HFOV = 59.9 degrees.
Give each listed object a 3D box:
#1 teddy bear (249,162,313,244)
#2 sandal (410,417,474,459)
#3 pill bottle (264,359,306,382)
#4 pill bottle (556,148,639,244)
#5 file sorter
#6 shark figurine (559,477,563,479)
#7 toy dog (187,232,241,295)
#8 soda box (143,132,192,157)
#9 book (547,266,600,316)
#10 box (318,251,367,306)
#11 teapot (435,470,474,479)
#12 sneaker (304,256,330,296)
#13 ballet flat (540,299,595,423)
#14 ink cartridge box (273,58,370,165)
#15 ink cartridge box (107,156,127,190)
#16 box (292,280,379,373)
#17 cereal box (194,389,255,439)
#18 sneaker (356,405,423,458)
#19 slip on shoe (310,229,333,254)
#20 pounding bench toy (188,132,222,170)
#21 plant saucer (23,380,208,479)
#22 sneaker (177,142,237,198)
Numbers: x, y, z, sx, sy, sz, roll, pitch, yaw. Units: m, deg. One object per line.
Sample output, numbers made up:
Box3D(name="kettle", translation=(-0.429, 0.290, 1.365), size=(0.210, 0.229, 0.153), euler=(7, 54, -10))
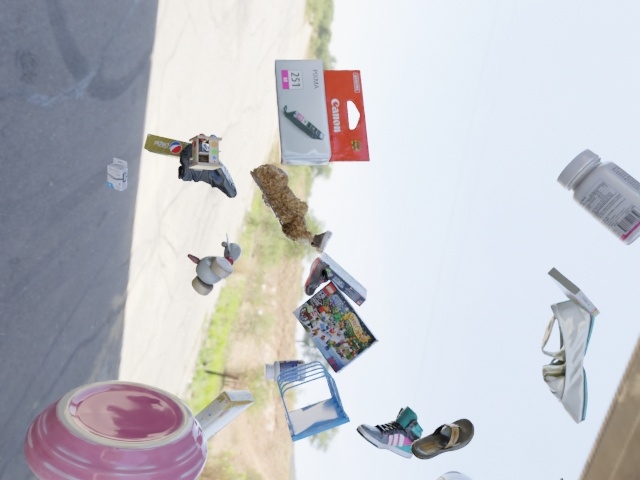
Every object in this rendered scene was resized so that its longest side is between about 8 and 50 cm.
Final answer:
Box3D(name="teddy bear", translation=(-0.123, -0.130, 1.998), size=(0.338, 0.113, 0.245), euler=(58, -15, -3))
Box3D(name="sandal", translation=(0.303, 0.479, 1.361), size=(0.072, 0.180, 0.049), euler=(-136, -143, -55))
Box3D(name="pill bottle", translation=(-0.107, 0.393, 1.673), size=(0.067, 0.120, 0.067), euler=(-179, -90, -78))
Box3D(name="pill bottle", translation=(0.862, -0.135, 1.659), size=(0.283, 0.160, 0.160), euler=(49, -30, 22))
Box3D(name="file sorter", translation=(-0.023, 0.324, 1.154), size=(0.170, 0.118, 0.105), euler=(161, -87, -81))
Box3D(name="shark figurine", translation=(0.671, 0.703, 1.371), size=(0.278, 0.116, 0.166), euler=(-88, 174, -76))
Box3D(name="toy dog", translation=(-0.414, 0.072, 2.125), size=(0.220, 0.161, 0.333), euler=(-44, -170, 0))
Box3D(name="soda box", translation=(-0.553, -0.342, 2.054), size=(0.058, 0.181, 0.061), euler=(41, 63, -80))
Box3D(name="book", translation=(0.633, 0.129, 1.382), size=(0.035, 0.144, 0.096), euler=(-47, -141, 9))
Box3D(name="box", translation=(0.072, 0.130, 1.896), size=(0.036, 0.207, 0.114), euler=(-47, -175, 14))
Box3D(name="teapot", translation=(0.294, 0.641, 1.181), size=(0.252, 0.187, 0.256), euler=(-49, 144, -11))
Box3D(name="sneaker", translation=(-0.008, 0.128, 1.781), size=(0.061, 0.065, 0.158), euler=(-46, 158, -47))
Box3D(name="ballet flat", translation=(0.710, 0.348, 1.623), size=(0.139, 0.139, 0.400), euler=(-94, 179, -71))
Box3D(name="ink cartridge box", translation=(0.006, -0.334, 1.444), size=(0.060, 0.238, 0.275), euler=(121, -35, -76))
Box3D(name="ink cartridge box", translation=(-0.577, -0.188, 1.579), size=(0.028, 0.048, 0.083), euler=(-54, 159, -58))
Box3D(name="box", translation=(0.044, 0.261, 1.688), size=(0.159, 0.233, 0.044), euler=(-40, 157, 4))
Box3D(name="cereal box", translation=(-0.327, 0.540, 1.662), size=(0.240, 0.047, 0.173), euler=(-40, 158, 4))
Box3D(name="sneaker", translation=(0.285, 0.710, 2.122), size=(0.178, 0.295, 0.124), euler=(-59, -149, 0))
Box3D(name="slip on shoe", translation=(0.000, 0.000, 1.413), size=(0.051, 0.041, 0.135), euler=(-59, 178, -12))
Box3D(name="pounding bench toy", translation=(-0.235, -0.176, 1.109), size=(0.083, 0.052, 0.065), euler=(-1, -91, 57))
Box3D(name="plant saucer", translation=(-0.375, 0.361, 1.059), size=(0.332, 0.332, 0.084), euler=(-107, -149, -80))
Box3D(name="sneaker", translation=(-0.369, -0.208, 1.783), size=(0.227, 0.130, 0.087), euler=(50, 14, -33))
